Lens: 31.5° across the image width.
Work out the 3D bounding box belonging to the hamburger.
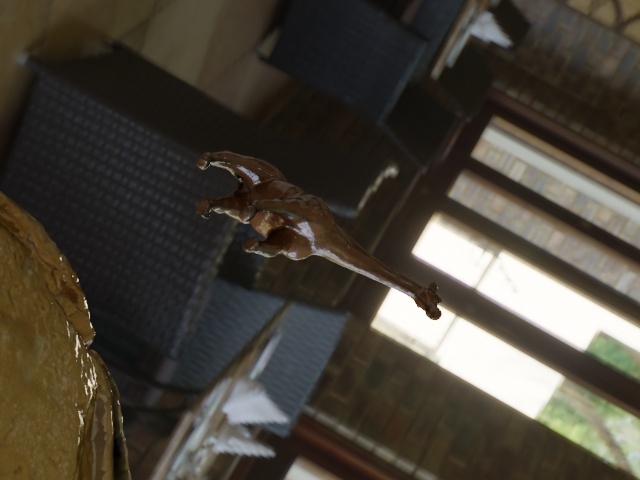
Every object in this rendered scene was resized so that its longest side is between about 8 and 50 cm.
[{"bbox_3d":[-0.193,0.086,0.518,0.146,0.243,0.286,-26,-174,16],"label":"hamburger"}]

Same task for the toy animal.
[{"bbox_3d":[0.000,0.000,1.088,0.229,0.224,0.066,11,117,-56],"label":"toy animal"}]
